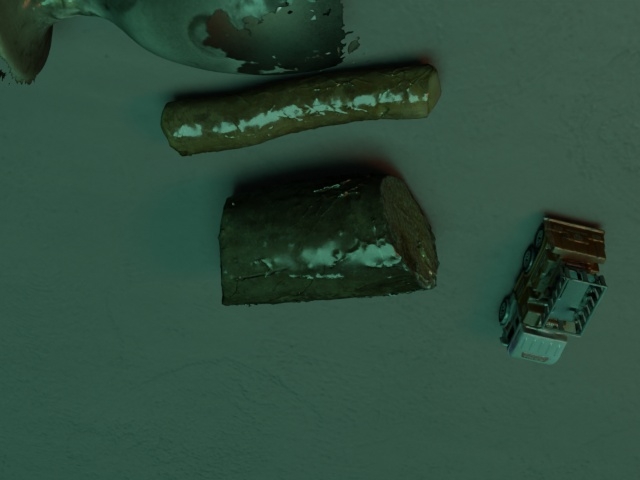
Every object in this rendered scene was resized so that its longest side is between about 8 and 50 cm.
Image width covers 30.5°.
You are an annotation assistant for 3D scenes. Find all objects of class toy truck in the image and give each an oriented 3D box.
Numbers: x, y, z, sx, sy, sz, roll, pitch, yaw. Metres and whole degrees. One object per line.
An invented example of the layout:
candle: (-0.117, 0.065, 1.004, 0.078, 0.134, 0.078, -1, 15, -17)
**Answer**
toy truck: (0.273, 0.074, 1.378, 0.080, 0.115, 0.178, 12, 129, -7)

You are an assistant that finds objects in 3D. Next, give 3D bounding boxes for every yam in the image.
yam: (-0.020, -0.142, 1.256, 0.299, 0.066, 0.066, -9, 127, 10)
yam: (0.000, 0.000, 1.315, 0.254, 0.154, 0.154, -4, 127, 10)

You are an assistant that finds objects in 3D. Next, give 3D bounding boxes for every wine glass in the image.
wine glass: (-0.136, -0.245, 1.110, 0.357, 0.190, 0.190, 0, 128, 8)
